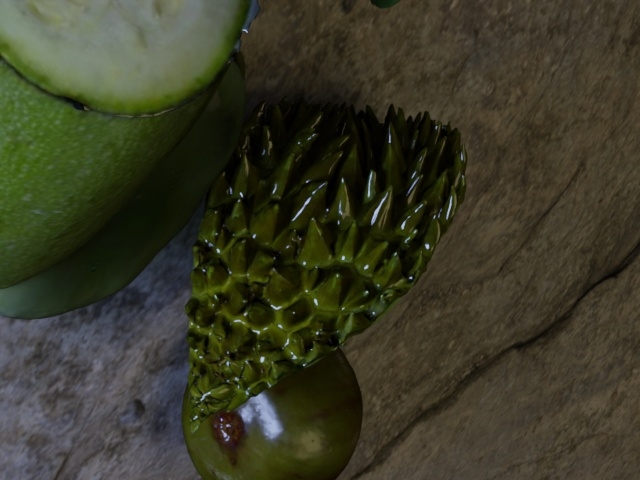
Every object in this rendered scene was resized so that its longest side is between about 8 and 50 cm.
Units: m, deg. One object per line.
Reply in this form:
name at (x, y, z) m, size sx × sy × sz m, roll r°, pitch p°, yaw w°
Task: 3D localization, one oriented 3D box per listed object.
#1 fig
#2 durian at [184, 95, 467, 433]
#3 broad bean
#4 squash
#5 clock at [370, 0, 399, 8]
fig at (-0.021, 0.136, 1.552) m, size 0.186 × 0.142 × 0.148 m, roll 3°, pitch 143°, yaw -44°
durian at (0.011, 0.003, 1.422) m, size 0.394 × 0.163 × 0.198 m, roll -60°, pitch 164°, yaw -62°
broad bean at (-0.137, -0.048, 1.261) m, size 0.228 × 0.100 × 0.169 m, roll -37°, pitch 140°, yaw -14°
squash at (-0.165, -0.099, 1.119) m, size 0.189 × 0.189 × 0.260 m, roll -38°, pitch 180°, yaw -32°
clock at (0.042, -0.251, 1.324) m, size 0.144 × 0.103 × 0.231 m, roll -36°, pitch 142°, yaw -31°
